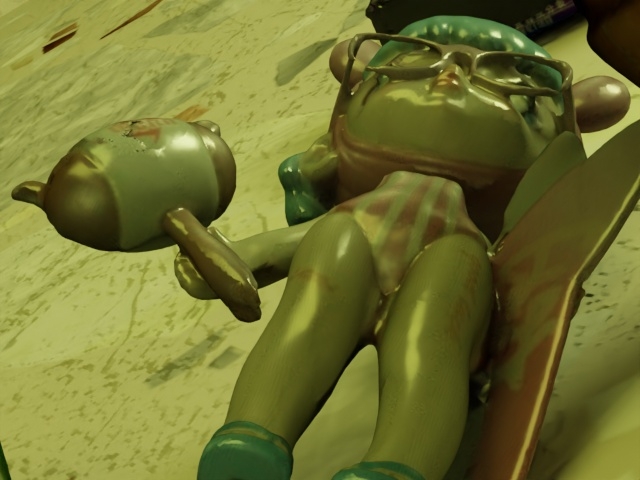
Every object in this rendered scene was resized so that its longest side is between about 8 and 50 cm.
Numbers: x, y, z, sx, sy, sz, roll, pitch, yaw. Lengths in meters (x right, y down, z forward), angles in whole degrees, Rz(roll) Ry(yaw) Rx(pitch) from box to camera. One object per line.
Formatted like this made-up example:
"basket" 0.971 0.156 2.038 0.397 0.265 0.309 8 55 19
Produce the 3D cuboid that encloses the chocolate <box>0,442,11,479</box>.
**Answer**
"chocolate" -0.287 0.159 0.579 0.341 0.161 0.360 -25 17 16

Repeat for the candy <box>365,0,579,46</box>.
"candy" 0.169 -0.171 0.928 0.312 0.061 0.088 -26 15 12

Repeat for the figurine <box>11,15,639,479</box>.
"figurine" 0.007 0.011 0.589 0.205 0.103 0.260 3 32 15

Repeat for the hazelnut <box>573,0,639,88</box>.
"hazelnut" 0.153 -0.105 0.529 0.181 0.212 0.181 -32 -1 13
